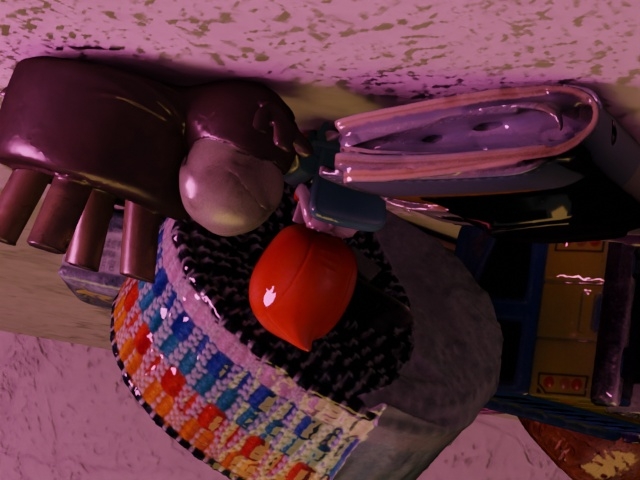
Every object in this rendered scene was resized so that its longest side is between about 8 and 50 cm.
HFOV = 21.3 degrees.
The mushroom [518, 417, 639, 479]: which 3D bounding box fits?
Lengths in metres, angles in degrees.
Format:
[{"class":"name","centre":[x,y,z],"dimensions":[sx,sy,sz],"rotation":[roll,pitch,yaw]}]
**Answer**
[{"class":"mushroom","centre":[0.272,0.178,1.749],"dimensions":[0.194,0.138,0.231],"rotation":[35,171,-10]}]

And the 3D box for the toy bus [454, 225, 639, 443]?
[{"class":"toy bus","centre":[0.235,0.078,1.306],"dimensions":[0.175,0.138,0.288],"rotation":[1,168,38]}]

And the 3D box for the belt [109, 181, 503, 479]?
[{"class":"belt","centre":[-0.007,0.066,1.160],"dimensions":[0.258,0.207,0.150],"rotation":[29,131,-9]}]

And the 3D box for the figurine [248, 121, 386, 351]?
[{"class":"figurine","centre":[0.000,0.000,1.040],"dimensions":[0.068,0.140,0.075],"rotation":[17,169,-21]}]

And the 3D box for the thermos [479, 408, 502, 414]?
[{"class":"thermos","centre":[0.142,0.112,1.687],"dimensions":[0.232,0.124,0.099],"rotation":[-6,167,34]}]

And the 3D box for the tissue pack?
[{"class":"tissue pack","centre":[-0.101,0.037,1.567],"dimensions":[0.257,0.081,0.185],"rotation":[9,172,0]}]

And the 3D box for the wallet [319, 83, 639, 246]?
[{"class":"wallet","centre":[0.112,-0.031,0.969],"dimensions":[0.170,0.069,0.231],"rotation":[-1,169,27]}]

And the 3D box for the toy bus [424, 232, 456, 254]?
[{"class":"toy bus","centre":[0.066,0.036,1.364],"dimensions":[0.063,0.090,0.203],"rotation":[0,168,42]}]

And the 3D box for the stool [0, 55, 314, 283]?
[{"class":"stool","centre":[-0.103,-0.040,0.974],"dimensions":[0.217,0.121,0.125],"rotation":[11,171,23]}]
